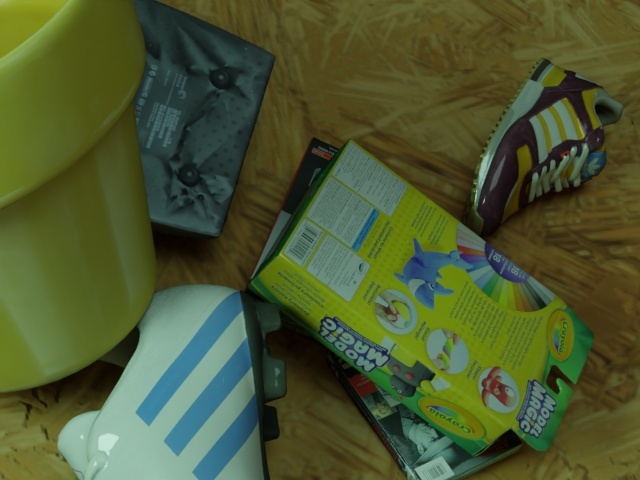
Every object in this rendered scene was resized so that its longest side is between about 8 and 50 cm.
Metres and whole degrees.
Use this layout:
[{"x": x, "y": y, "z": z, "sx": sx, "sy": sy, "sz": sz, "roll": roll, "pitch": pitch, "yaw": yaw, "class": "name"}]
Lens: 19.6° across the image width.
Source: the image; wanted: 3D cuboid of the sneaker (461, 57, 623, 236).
[{"x": 0.169, "y": -0.063, "z": 1.389, "sx": 0.084, "sy": 0.069, "sz": 0.185, "roll": 25, "pitch": 52, "yaw": 9, "class": "sneaker"}]

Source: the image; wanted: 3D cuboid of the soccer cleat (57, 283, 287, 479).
[{"x": -0.085, "y": 0.168, "z": 1.119, "sx": 0.143, "sy": 0.116, "sz": 0.331, "roll": -2, "pitch": 49, "yaw": -8, "class": "soccer cleat"}]

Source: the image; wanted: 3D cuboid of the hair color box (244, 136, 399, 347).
[{"x": 0.000, "y": 0.000, "z": 1.305, "sx": 0.072, "sy": 0.043, "sz": 0.141, "roll": 23, "pitch": 51, "yaw": -2, "class": "hair color box"}]

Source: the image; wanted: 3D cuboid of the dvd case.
[{"x": 0.070, "y": 0.110, "z": 1.263, "sx": 0.087, "sy": 0.013, "sz": 0.119, "roll": -23, "pitch": 62, "yaw": -30, "class": "dvd case"}]

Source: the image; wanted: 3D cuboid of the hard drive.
[{"x": -0.173, "y": -0.101, "z": 1.299, "sx": 0.254, "sy": 0.054, "sz": 0.172, "roll": 19, "pitch": 62, "yaw": -8, "class": "hard drive"}]

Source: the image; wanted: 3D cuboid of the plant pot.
[{"x": -0.211, "y": -0.048, "z": 1.118, "sx": 0.254, "sy": 0.239, "sz": 0.254, "roll": -11, "pitch": 39, "yaw": 9, "class": "plant pot"}]

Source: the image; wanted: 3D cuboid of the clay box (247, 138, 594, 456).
[{"x": 0.073, "y": 0.046, "z": 1.248, "sx": 0.222, "sy": 0.053, "sz": 0.127, "roll": 38, "pitch": 48, "yaw": -7, "class": "clay box"}]
